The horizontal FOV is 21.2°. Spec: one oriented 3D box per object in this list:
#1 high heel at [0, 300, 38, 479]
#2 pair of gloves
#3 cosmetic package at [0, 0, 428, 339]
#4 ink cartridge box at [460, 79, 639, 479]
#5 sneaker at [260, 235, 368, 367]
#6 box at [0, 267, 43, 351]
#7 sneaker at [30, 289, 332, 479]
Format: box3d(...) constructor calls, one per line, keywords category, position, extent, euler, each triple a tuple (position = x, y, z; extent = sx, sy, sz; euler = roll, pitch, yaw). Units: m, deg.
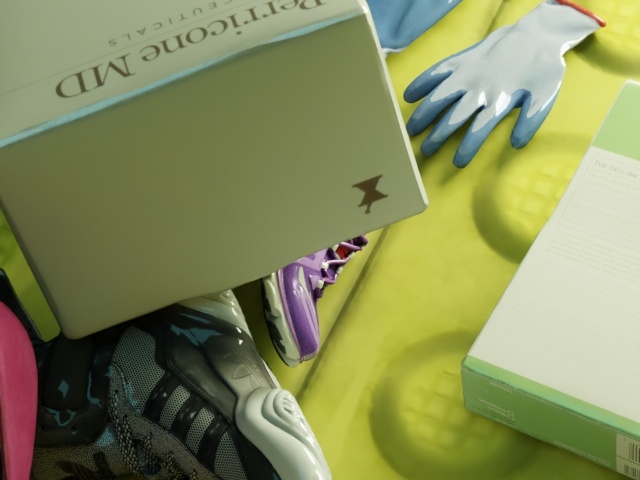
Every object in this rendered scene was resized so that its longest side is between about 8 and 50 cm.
box3d(category="high heel", position=(-0.214, 0.211, 0.870), extent=(0.127, 0.181, 0.377), euler=(3, 72, -12))
box3d(category="pair of gloves", position=(0.086, -0.137, 1.173), extent=(0.198, 0.023, 0.159), euler=(34, 68, 28))
box3d(category="cosmetic package", position=(-0.115, -0.171, 1.104), extent=(0.230, 0.161, 0.453), euler=(-21, 43, -2))
box3d(category="ink cartridge box", position=(0.210, 0.026, 1.016), extent=(0.171, 0.056, 0.235), euler=(21, 60, 23))
box3d(category="sneaker", position=(0.000, 0.000, 1.074), extent=(0.071, 0.068, 0.170), euler=(3, 57, 8))
box3d(category="box", position=(-0.290, 0.066, 1.075), extent=(0.156, 0.093, 0.158), euler=(29, 66, 27))
box3d(category="sneaker", position=(-0.085, 0.126, 0.990), extent=(0.153, 0.101, 0.268), euler=(-27, 49, -6))
